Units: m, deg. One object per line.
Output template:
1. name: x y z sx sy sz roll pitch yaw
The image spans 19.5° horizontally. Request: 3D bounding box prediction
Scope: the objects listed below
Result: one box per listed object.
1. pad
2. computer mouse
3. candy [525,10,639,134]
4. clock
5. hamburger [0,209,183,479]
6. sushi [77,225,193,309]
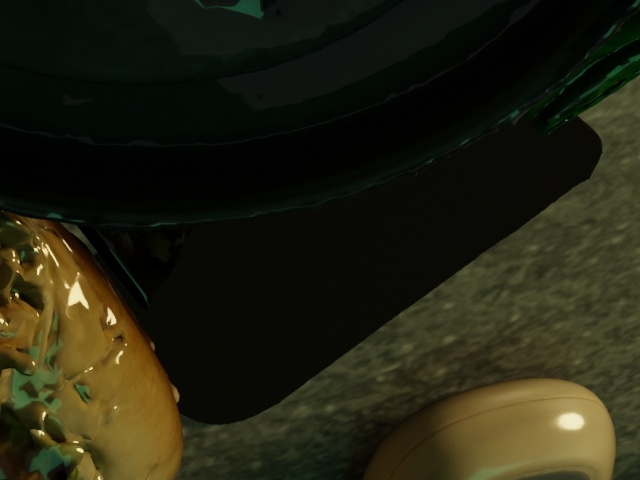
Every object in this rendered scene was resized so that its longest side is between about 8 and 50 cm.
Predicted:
1. pad: 0.000 0.000 0.914 0.267 0.004 0.181 -36 141 19
2. computer mouse: 0.091 0.157 1.088 0.145 0.082 0.236 -11 144 -15
3. candy: 0.097 -0.131 0.738 0.141 0.078 0.203 -24 138 31
4. clock: -0.050 -0.146 0.472 0.318 0.066 0.319 1 127 1
5. hamburger: -0.162 0.032 0.676 0.146 0.243 0.286 -45 180 -12
6. sushi: -0.101 -0.118 0.645 0.109 0.134 0.273 -37 126 -6
